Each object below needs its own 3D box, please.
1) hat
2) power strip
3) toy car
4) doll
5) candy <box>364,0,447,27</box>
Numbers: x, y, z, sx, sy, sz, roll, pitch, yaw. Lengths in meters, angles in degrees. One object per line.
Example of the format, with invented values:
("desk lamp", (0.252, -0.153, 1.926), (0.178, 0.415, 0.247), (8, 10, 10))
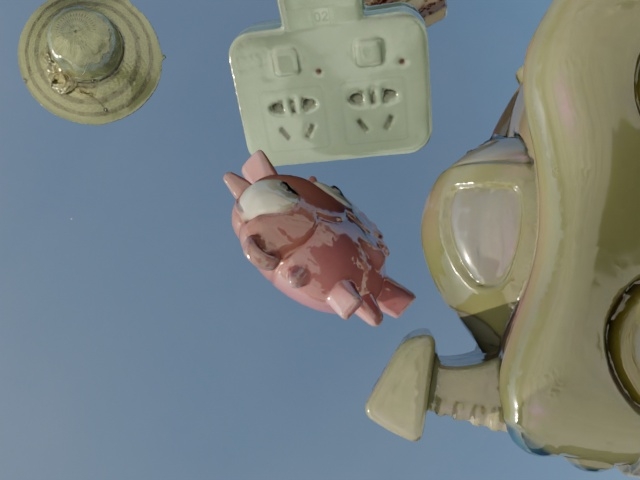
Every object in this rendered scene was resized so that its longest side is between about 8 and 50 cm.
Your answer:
("hat", (-0.397, -0.329, 1.022), (0.252, 0.110, 0.252), (0, -93, -7))
("power strip", (0.011, -0.238, 0.732), (0.229, 0.141, 0.261), (-5, -61, 7))
("toy car", (0.169, -0.016, 0.464), (0.226, 0.242, 0.336), (6, -95, 11))
("doll", (0.000, 0.000, 0.593), (0.093, 0.262, 0.211), (-49, -113, 21))
("candy", (0.095, -0.493, 1.108), (0.179, 0.321, 0.135), (-20, -43, 0))
